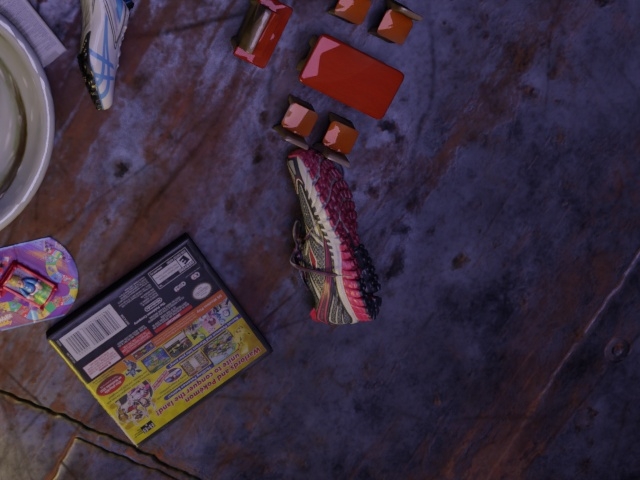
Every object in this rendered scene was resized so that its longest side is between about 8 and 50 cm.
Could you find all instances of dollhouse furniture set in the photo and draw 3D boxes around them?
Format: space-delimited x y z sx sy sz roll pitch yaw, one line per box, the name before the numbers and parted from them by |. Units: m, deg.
dollhouse furniture set | 0.001 -0.268 1.950 0.259 0.135 0.262 23 101 -20

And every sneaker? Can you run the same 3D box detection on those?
sneaker | -0.311 -0.304 1.888 0.086 0.085 0.237 -6 112 -20
sneaker | 0.000 0.000 2.054 0.112 0.121 0.299 -11 105 22

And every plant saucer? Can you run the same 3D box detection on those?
plant saucer | -0.583 -0.176 1.848 0.400 0.100 0.400 -5 109 -14

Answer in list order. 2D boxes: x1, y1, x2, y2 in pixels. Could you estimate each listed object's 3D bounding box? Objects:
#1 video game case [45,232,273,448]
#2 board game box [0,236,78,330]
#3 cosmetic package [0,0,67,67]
video game case | -0.255 0.163 2.080 0.275 0.035 0.248 -36 112 -2
board game box | -0.456 0.073 1.998 0.169 0.033 0.133 -13 110 -10
cosmetic package | -0.426 -0.306 1.878 0.060 0.041 0.115 -36 113 -2
